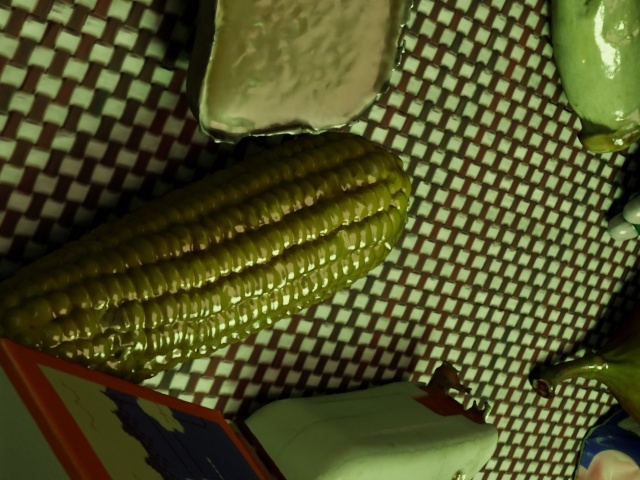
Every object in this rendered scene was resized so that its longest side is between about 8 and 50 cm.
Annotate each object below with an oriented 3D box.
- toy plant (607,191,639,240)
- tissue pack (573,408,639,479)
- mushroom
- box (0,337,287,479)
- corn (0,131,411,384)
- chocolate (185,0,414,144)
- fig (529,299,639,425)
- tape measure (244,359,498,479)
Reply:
[{"bbox_3d":[0.415,-0.072,1.646,0.232,0.113,0.243,-21,165,-24],"label":"toy plant"},{"bbox_3d":[0.455,0.286,1.861,0.209,0.269,0.137,-29,133,-38],"label":"tissue pack"},{"bbox_3d":[0.246,-0.222,1.412,0.107,0.087,0.333,-42,138,-31],"label":"mushroom"},{"bbox_3d":[-0.158,0.306,0.995,0.349,0.318,0.257,-47,145,10],"label":"box"},{"bbox_3d":[-0.081,0.016,1.136,0.363,0.120,0.120,-23,131,-33],"label":"corn"},{"bbox_3d":[-0.016,-0.200,1.098,0.161,0.083,0.261,-3,116,-32],"label":"chocolate"},{"bbox_3d":[0.366,0.127,1.747,0.320,0.217,0.217,1,115,-24],"label":"fig"},{"bbox_3d":[0.019,0.242,1.411,0.258,0.130,0.265,-2,115,-53],"label":"tape measure"}]
